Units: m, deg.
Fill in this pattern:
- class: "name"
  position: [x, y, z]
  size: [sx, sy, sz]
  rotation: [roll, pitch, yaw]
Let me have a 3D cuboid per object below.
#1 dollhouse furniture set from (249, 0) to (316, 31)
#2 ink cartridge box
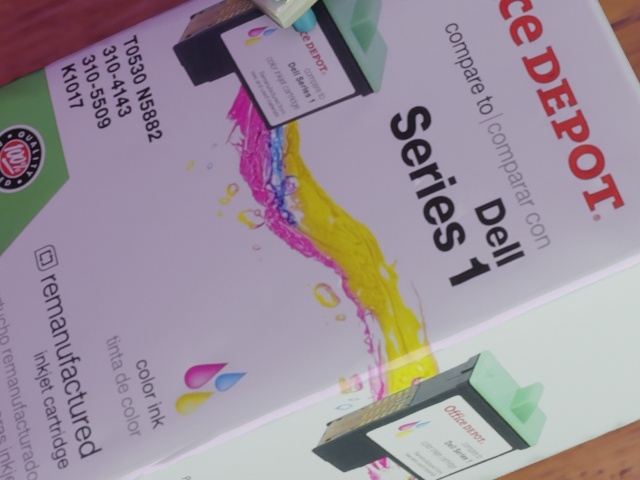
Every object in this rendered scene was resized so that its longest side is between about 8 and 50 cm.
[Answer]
- class: "dollhouse furniture set"
  position: [0.016, -0.218, 0.636]
  size: [0.303, 0.198, 0.286]
  rotation: [-43, 55, -4]
- class: "ink cartridge box"
  position: [0.000, 0.000, 0.709]
  size: [0.278, 0.117, 0.201]
  rotation: [-24, 55, 7]
